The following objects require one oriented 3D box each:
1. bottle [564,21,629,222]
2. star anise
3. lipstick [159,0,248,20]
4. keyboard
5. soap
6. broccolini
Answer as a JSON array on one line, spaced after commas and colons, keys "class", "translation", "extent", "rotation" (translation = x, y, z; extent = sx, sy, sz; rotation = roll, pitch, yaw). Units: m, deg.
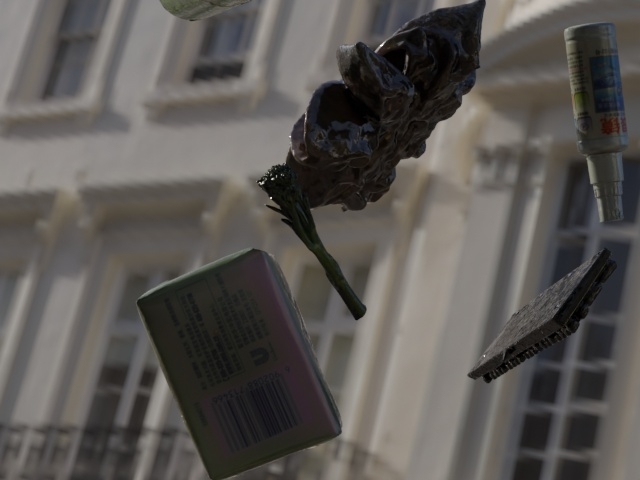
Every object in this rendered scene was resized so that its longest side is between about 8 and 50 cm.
[{"class": "bottle", "translation": [0.305, -0.128, 2.123], "extent": [0.060, 0.217, 0.060], "rotation": [-5, 1, 0]}, {"class": "star anise", "translation": [0.072, -0.150, 2.116], "extent": [0.108, 0.315, 0.315], "rotation": [48, -15, 18]}, {"class": "lipstick", "translation": [-0.087, -0.224, 1.589], "extent": [0.076, 0.076, 0.304], "rotation": [19, -1, -11]}, {"class": "keyboard", "translation": [0.223, 0.086, 1.988], "extent": [0.027, 0.106, 0.317], "rotation": [38, -17, -1]}, {"class": "soap", "translation": [-0.074, 0.117, 1.864], "extent": [0.138, 0.199, 0.182], "rotation": [-23, -2, 2]}, {"class": "broccolini", "translation": [0.000, 0.000, 1.507], "extent": [0.035, 0.030, 0.140], "rotation": [-25, -76, 38]}]
